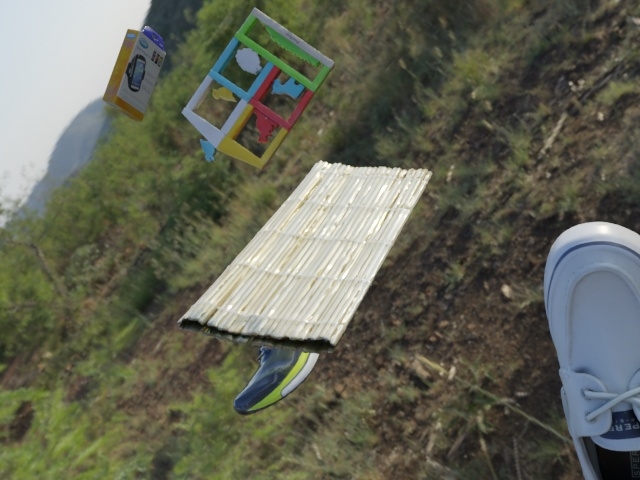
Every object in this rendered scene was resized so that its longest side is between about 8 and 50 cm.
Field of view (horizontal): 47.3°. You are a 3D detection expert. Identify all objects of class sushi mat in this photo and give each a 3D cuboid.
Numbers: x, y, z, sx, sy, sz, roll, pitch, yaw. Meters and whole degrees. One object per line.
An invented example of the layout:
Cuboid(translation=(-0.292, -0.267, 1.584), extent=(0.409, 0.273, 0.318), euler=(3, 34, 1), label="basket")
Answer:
Cuboid(translation=(0.000, 0.000, 0.721), extent=(0.151, 0.019, 0.316), euler=(6, 33, 22), label="sushi mat")

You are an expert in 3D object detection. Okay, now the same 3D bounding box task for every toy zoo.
Cuboid(translation=(-0.132, -0.273, 1.413), extent=(0.293, 0.192, 0.030), euler=(-56, -2, 1), label="toy zoo")

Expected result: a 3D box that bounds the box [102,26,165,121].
Cuboid(translation=(-0.288, -0.265, 1.146), extent=(0.081, 0.028, 0.136), euler=(35, -110, -69), label="box")

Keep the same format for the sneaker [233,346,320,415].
Cuboid(translation=(-0.053, 0.115, 1.050), extent=(0.111, 0.121, 0.300), euler=(-38, 18, 55), label="sneaker")

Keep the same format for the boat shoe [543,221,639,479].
Cuboid(translation=(0.223, 0.118, 0.543), extent=(0.096, 0.268, 0.088), euler=(-5, 27, 21), label="boat shoe")
